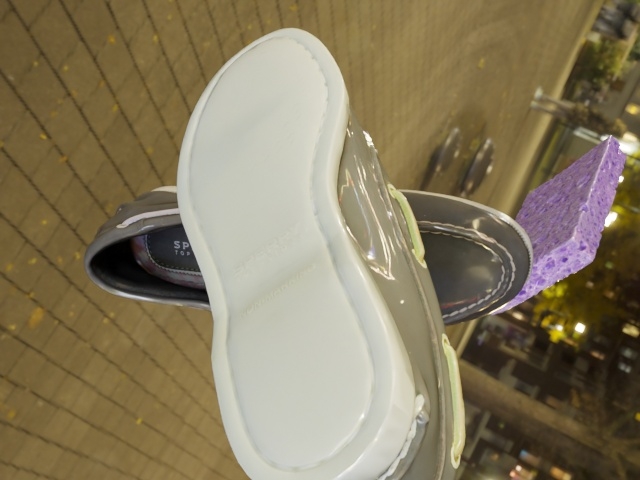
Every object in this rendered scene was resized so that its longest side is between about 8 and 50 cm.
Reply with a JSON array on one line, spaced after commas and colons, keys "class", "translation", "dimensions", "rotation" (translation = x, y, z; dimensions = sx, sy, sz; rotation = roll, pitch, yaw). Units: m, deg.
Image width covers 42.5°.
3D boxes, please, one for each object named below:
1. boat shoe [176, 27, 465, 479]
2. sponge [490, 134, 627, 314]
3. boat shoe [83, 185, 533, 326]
[{"class": "boat shoe", "translation": [-0.004, 0.002, 0.430], "dimensions": [0.109, 0.305, 0.091], "rotation": [-30, 134, 18]}, {"class": "sponge", "translation": [0.229, -0.018, 0.800], "dimensions": [0.117, 0.031, 0.210], "rotation": [-39, -172, 41]}, {"class": "boat shoe", "translation": [-0.019, 0.022, 0.609], "dimensions": [0.095, 0.335, 0.112], "rotation": [-47, 137, -58]}]
